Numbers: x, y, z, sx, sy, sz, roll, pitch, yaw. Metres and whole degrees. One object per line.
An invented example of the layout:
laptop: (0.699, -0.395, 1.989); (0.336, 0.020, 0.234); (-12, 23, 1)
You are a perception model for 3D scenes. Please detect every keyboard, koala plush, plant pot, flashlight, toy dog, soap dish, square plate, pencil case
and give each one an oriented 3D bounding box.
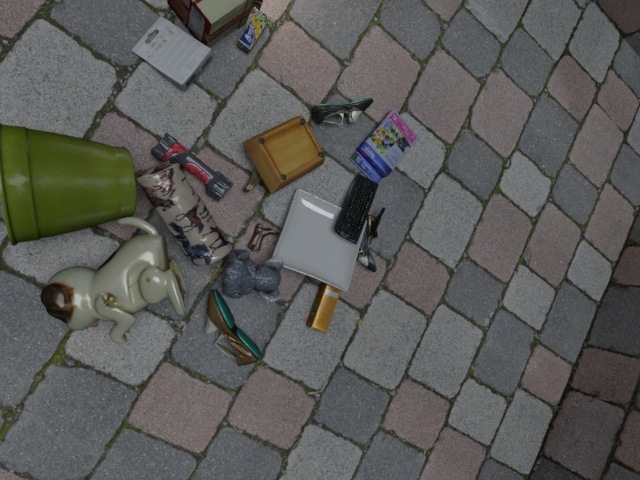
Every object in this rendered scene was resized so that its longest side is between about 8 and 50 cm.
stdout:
keyboard: (0.195, -0.126, 1.802); (0.201, 0.033, 0.317); (28, 66, -14)
koala plush: (-0.252, 0.142, 1.568); (0.221, 0.203, 0.196); (10, 88, -6)
plant pot: (-0.802, -0.186, 1.330); (0.352, 0.366, 0.367); (-8, 93, -32)
flashlight: (-0.488, -0.269, 1.561); (0.304, 0.103, 0.103); (41, 39, -20)
toy dog: (-0.692, 0.154, 1.372); (0.407, 0.284, 0.396); (-20, 113, -13)
soap dish: (-0.133, -0.356, 1.657); (0.290, 0.118, 0.229); (-35, 102, -28)
square plate: (0.000, 0.000, 1.730); (0.347, 0.049, 0.344); (23, 68, -14)
pencil case: (-0.480, -0.093, 1.489); (0.159, 0.184, 0.410); (-17, 116, 21)

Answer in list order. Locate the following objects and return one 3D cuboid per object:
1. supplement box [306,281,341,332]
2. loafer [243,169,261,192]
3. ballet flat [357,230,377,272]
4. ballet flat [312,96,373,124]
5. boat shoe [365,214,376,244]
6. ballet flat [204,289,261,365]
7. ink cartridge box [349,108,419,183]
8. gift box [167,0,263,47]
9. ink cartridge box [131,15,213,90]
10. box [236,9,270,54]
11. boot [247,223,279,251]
supplement box: (0.018, 0.270, 1.760); (0.080, 0.078, 0.234); (21, 82, -19)
loafer: (-0.268, -0.254, 1.666); (0.050, 0.056, 0.148); (44, 66, -14)
ballet flat: (0.188, 0.054, 1.830); (0.074, 0.074, 0.203); (-18, 90, -20)
ballet flat: (0.100, -0.557, 1.792); (0.280, 0.095, 0.096); (-11, 104, -10)
boat shoe: (0.229, -0.048, 1.858); (0.043, 0.049, 0.137); (6, 83, -23)
ballet flat: (-0.371, 0.357, 1.609); (0.124, 0.116, 0.342); (-31, 105, 2)
ink cartridge box: (0.294, -0.425, 1.877); (0.186, 0.065, 0.311); (43, 77, -15)
gift box: (-0.380, -0.902, 1.511); (0.258, 0.276, 0.255); (-44, 110, -17)
ink cartridge box: (-0.560, -0.712, 1.567); (0.232, 0.066, 0.189); (33, 78, 4)
box: (-0.272, -0.844, 1.663); (0.059, 0.054, 0.169); (32, 79, -18)
boot: (-0.234, 0.001, 1.685); (0.106, 0.037, 0.114); (20, 79, -6)
